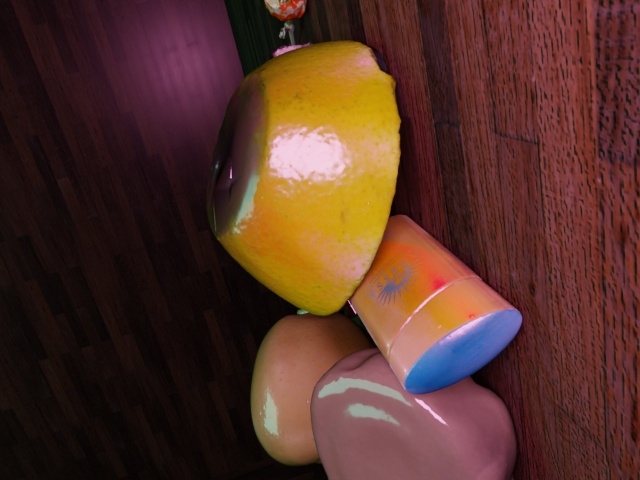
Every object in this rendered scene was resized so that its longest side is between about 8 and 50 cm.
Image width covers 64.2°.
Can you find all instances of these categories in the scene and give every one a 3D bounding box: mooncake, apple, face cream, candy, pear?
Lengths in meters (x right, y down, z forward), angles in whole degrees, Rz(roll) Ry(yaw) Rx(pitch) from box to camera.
[{"bbox_3d":[0.116,0.253,0.643,0.275,0.135,0.274,20,120,40],"label":"mooncake"},{"bbox_3d":[0.008,0.342,1.174,0.357,0.357,0.357,164,90,-82],"label":"apple"},{"bbox_3d":[0.110,0.066,0.615,0.067,0.139,0.285,40,-173,-25],"label":"face cream"},{"bbox_3d":[-0.064,-0.446,1.048,0.287,0.078,0.084,72,178,-84],"label":"candy"},{"bbox_3d":[-0.058,-0.095,0.720,0.399,0.165,0.398,-23,64,62],"label":"pear"}]

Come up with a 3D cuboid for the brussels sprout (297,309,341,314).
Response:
[{"bbox_3d":[0.006,0.255,1.705,0.152,0.149,0.122,20,-157,-50],"label":"brussels sprout"}]

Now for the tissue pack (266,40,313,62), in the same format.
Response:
[{"bbox_3d":[-0.037,-0.216,1.071,0.332,0.123,0.244,103,149,-75],"label":"tissue pack"}]

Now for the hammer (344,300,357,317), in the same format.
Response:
[{"bbox_3d":[0.000,0.000,1.265,0.408,0.095,0.242,58,-154,8],"label":"hammer"}]
